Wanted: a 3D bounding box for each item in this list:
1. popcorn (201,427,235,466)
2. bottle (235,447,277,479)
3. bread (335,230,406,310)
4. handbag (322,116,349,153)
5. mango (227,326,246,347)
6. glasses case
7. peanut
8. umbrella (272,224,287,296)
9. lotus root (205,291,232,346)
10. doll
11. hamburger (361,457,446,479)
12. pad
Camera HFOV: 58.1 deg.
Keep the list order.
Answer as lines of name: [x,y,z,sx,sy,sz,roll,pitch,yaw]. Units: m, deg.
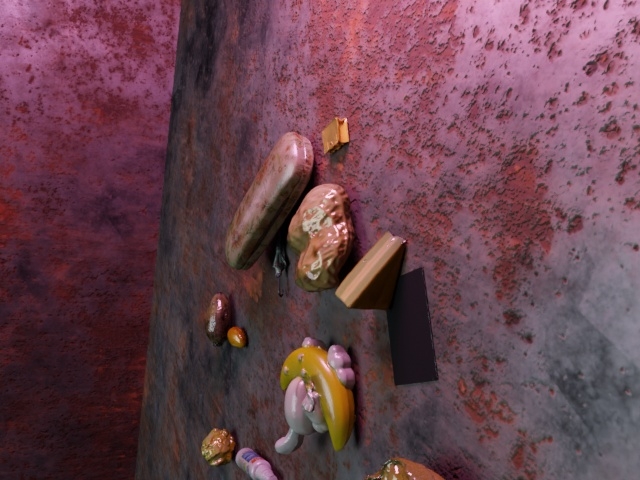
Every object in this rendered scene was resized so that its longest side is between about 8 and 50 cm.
popcorn: [-0.313,0.645,1.799,0.116,0.120,0.106,29,76,35]
bottle: [-0.168,0.613,1.545,0.217,0.060,0.060,175,97,-64]
bread: [0.090,0.051,1.048,0.074,0.084,0.139,-138,58,-61]
handbag: [0.032,-0.228,1.263,0.083,0.027,0.061,149,119,-63]
mango: [-0.253,0.299,1.766,0.089,0.046,0.059,33,120,46]
glasses case: [-0.139,-0.090,1.475,0.425,0.098,0.156,-54,34,37]
peanut: [0.000,0.000,1.210,0.197,0.110,0.232,-42,51,48]
umbrella: [-0.107,0.014,1.505,0.044,0.044,0.268,-7,77,19]
lotus root: [-0.328,0.256,1.876,0.081,0.089,0.179,-1,80,22]
doll: [-0.014,0.331,1.214,0.237,0.111,0.251,-11,77,47]
hamburger: [0.142,0.476,0.859,0.284,0.135,0.265,-55,34,39]
pad: [0.153,0.152,1.006,0.127,0.004,0.190,-32,60,59]
